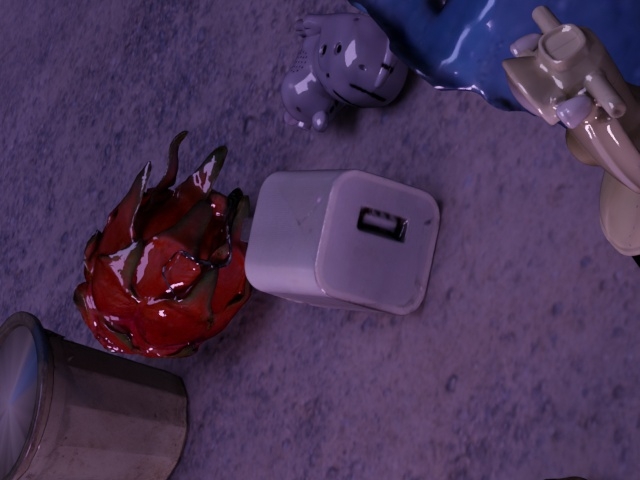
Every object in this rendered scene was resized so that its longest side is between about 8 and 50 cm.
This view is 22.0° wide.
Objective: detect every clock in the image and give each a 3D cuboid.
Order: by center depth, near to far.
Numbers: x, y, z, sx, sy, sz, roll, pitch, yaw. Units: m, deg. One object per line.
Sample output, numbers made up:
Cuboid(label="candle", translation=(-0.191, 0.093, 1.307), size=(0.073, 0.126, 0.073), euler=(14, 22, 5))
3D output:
Cuboid(label="clock", translation=(0.279, -0.141, 1.105), size=(0.379, 0.276, 0.120), euler=(-56, 37, 22))
Cuboid(label="clock", translation=(0.021, -0.167, 1.688), size=(0.176, 0.080, 0.117), euler=(9, 84, 59))

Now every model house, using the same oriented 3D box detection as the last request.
Cuboid(label="model house", translation=(0.201, -0.242, 1.293), size=(0.303, 0.237, 0.215), euler=(-59, 34, 22))

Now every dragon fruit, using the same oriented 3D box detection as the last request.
Cuboid(label="dragon fruit", translation=(-0.160, 0.018, 1.792), size=(0.274, 0.192, 0.193), euler=(-50, 60, 20))

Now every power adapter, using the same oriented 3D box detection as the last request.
Cuboid(label="power adapter", translation=(0.000, 0.000, 1.601), size=(0.205, 0.130, 0.125), euler=(3, 80, 56))

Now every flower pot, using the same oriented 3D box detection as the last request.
Cuboid(label="flower pot", translation=(-0.276, 0.202, 1.874), size=(0.212, 0.203, 0.212), euler=(-27, 56, 48))

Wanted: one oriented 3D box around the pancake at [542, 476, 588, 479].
Cuboid(label="pancake", translation=(0.171, 0.292, 1.268), size=(0.212, 0.029, 0.235), euler=(128, 154, -49))
